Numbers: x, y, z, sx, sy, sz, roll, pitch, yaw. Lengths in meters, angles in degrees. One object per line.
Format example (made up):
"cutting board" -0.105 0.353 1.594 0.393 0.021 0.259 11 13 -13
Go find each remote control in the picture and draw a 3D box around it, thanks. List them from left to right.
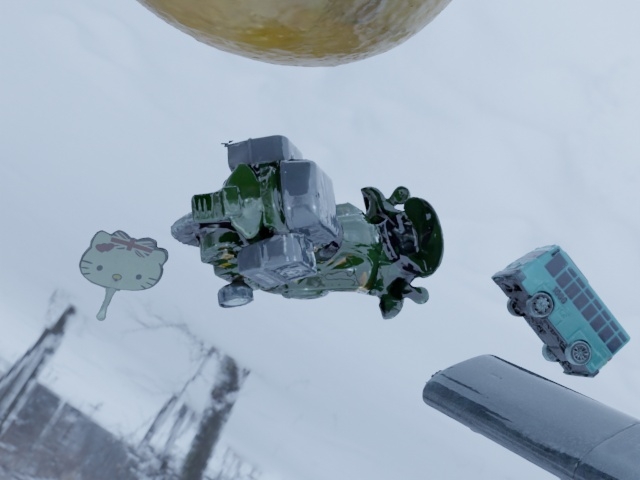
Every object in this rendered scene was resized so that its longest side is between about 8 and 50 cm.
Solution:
"remote control" 0.247 0.177 0.654 0.107 0.044 0.377 -8 -161 -37

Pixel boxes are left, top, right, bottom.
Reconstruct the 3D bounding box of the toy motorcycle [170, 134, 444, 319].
"toy motorcycle" 0.000 0.000 0.694 0.187 0.124 0.275 -14 162 16

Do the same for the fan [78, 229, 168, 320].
"fan" -0.138 0.026 0.572 0.056 0.004 0.083 15 126 -20

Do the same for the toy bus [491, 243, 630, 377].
"toy bus" 0.294 0.082 1.028 0.160 0.092 0.079 51 167 -3

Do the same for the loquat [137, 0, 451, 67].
"loquat" -0.010 -0.235 0.497 0.275 0.275 0.275 27 161 10
